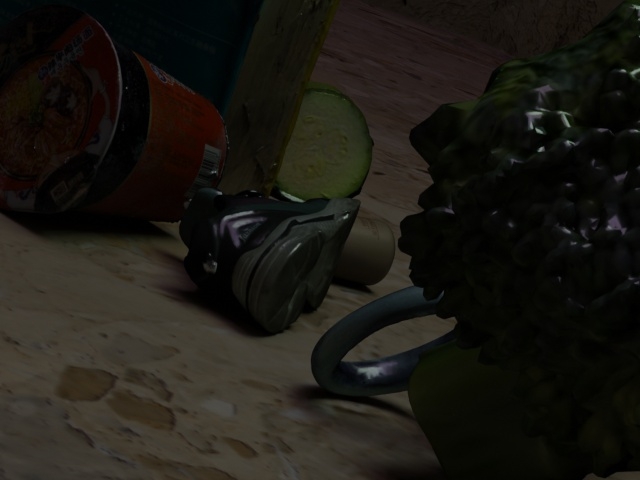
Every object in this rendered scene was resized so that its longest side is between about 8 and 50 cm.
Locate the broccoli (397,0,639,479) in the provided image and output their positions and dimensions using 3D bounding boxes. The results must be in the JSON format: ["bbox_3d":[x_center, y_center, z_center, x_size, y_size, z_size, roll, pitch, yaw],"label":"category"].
[{"bbox_3d":[0.176,0.069,0.674,0.375,0.302,0.249,26,31,-40],"label":"broccoli"}]

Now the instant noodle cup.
[{"bbox_3d":[-0.128,-0.065,1.005,0.127,0.127,0.136,30,7,34],"label":"instant noodle cup"}]

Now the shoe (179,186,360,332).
[{"bbox_3d":[-0.040,-0.001,0.985,0.099,0.071,0.169,22,15,10],"label":"shoe"}]

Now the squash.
[{"bbox_3d":[-0.010,-0.088,1.360,0.095,0.095,0.188,20,9,-8],"label":"squash"}]

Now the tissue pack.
[{"bbox_3d":[-0.134,-0.160,1.204,0.271,0.192,0.134,29,15,25],"label":"tissue pack"}]

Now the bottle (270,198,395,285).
[{"bbox_3d":[0.000,0.000,1.092,0.096,0.045,0.045,13,15,-32],"label":"bottle"}]

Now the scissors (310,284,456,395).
[{"bbox_3d":[0.195,-0.011,0.827,0.256,0.383,0.029,13,48,-42],"label":"scissors"}]
